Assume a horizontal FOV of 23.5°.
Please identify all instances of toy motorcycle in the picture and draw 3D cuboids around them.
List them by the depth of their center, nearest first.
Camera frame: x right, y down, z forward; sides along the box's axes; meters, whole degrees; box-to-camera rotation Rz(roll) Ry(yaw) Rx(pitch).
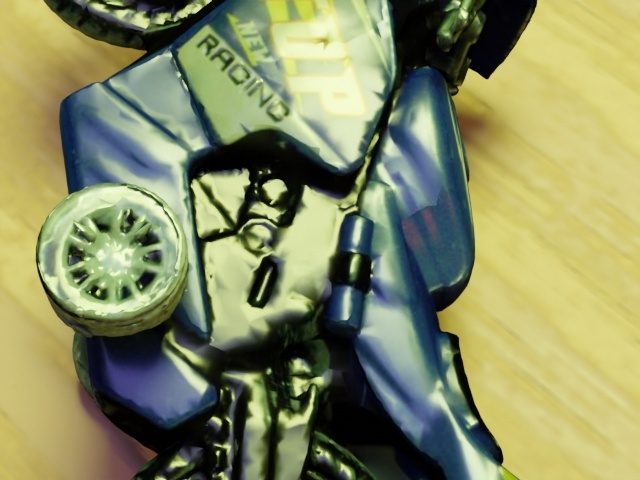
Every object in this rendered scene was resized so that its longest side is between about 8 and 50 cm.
[{"bbox_3d":[0.000,0.000,0.480,0.169,0.113,0.315,-8,72,-7],"label":"toy motorcycle"}]
